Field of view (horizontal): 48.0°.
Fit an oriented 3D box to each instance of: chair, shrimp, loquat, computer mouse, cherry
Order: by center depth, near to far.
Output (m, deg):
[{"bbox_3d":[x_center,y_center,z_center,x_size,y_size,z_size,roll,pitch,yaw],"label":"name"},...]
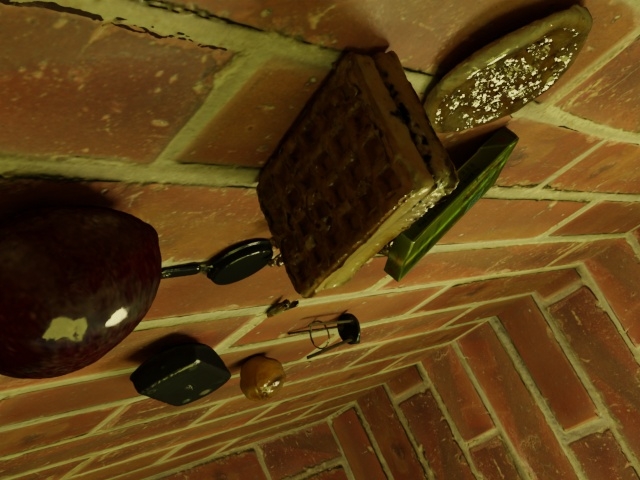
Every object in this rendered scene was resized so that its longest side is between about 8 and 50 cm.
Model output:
[{"bbox_3d":[-0.321,0.056,0.892,0.300,0.203,0.230,-29,165,-36],"label":"cherry"},{"bbox_3d":[-0.319,0.298,1.661,0.170,0.100,0.269,-31,156,0],"label":"computer mouse"},{"bbox_3d":[-0.081,0.156,1.713,0.083,0.023,0.114,-17,164,-33],"label":"shrimp"},{"bbox_3d":[0.030,0.255,2.012,0.222,0.104,0.095,-2,133,-44],"label":"chair"},{"bbox_3d":[-0.166,0.394,2.062,0.137,0.137,0.113,-18,155,-23],"label":"loquat"}]

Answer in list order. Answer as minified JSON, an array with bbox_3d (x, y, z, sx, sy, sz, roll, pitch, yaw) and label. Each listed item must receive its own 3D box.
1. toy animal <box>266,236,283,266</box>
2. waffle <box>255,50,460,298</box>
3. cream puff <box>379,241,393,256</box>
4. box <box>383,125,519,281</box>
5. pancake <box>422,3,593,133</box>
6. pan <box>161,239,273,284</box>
[{"bbox_3d":[0.005,-0.007,1.345,0.276,0.054,0.149,-15,149,-47],"label":"toy animal"},{"bbox_3d":[0.031,-0.076,0.967,0.091,0.212,0.308,-8,155,-34],"label":"waffle"},{"bbox_3d":[0.152,-0.010,1.442,0.122,0.094,0.116,11,-176,18],"label":"cream puff"},{"bbox_3d":[0.242,-0.067,1.340,0.311,0.043,0.173,-43,163,-21],"label":"box"},{"bbox_3d":[0.280,-0.250,1.082,0.283,0.049,0.282,-22,163,-7],"label":"pancake"},{"bbox_3d":[-0.185,0.051,1.297,0.235,0.028,0.136,-11,155,-37],"label":"pan"}]
